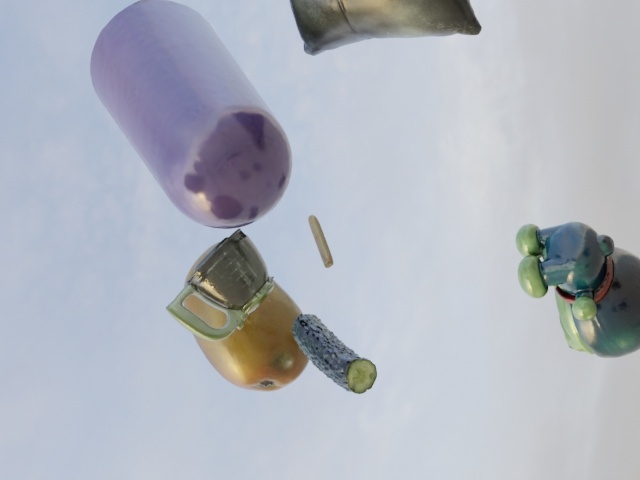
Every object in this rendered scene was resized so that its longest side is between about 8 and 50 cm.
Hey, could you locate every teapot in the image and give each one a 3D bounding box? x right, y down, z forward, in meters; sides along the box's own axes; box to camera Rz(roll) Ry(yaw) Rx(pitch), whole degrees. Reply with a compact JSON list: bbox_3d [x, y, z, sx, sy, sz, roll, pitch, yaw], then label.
[{"bbox_3d":[-0.112,0.057,1.004,0.124,0.091,0.092,-46,1,10],"label":"teapot"}]

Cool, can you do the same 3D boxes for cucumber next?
[{"bbox_3d":[0.016,0.161,1.178,0.058,0.187,0.058,-8,-71,-23],"label":"cucumber"}]

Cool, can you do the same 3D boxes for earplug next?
[{"bbox_3d":[-0.176,-0.174,1.174,0.215,0.456,0.215,-13,-55,-20],"label":"earplug"}]

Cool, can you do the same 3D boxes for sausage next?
[{"bbox_3d":[0.000,0.000,1.746,0.024,0.024,0.132,41,-156,-53],"label":"sausage"}]

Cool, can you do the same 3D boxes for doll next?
[{"bbox_3d":[0.483,0.089,1.464,0.322,0.186,0.199,38,-138,-37],"label":"doll"}]

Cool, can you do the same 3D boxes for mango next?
[{"bbox_3d":[-0.147,0.145,1.601,0.211,0.317,0.173,-20,-23,-35],"label":"mango"}]

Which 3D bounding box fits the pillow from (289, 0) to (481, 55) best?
[{"bbox_3d":[0.055,-0.309,0.973,0.106,0.249,0.186,-55,-46,-39],"label":"pillow"}]
